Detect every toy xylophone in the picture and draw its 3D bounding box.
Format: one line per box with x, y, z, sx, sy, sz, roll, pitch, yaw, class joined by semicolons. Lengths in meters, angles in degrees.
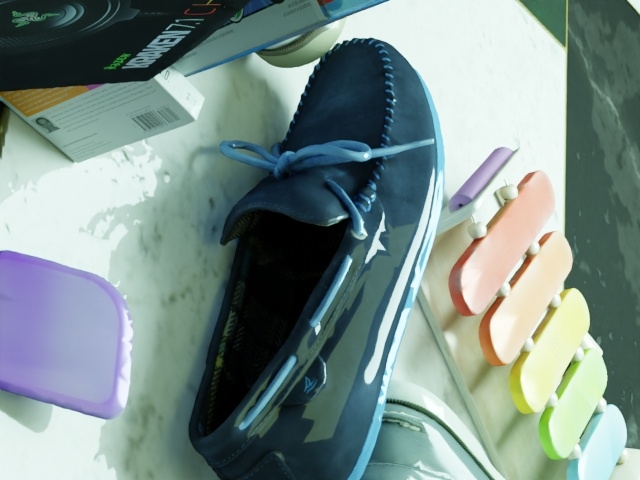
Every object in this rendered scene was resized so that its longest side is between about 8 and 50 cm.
0.179;0.071;1.212;0.322;0.081;0.236;60;37;-21;toy xylophone

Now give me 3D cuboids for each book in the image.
-0.146;-0.104;0.809;0.144;0.096;0.035;46;44;-36;book

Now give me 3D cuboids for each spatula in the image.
-0.208;0.013;0.737;0.296;0.030;0.084;31;53;-45;spatula

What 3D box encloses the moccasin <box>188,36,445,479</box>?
0.000;0.000;0.943;0.117;0.138;0.342;35;50;-38;moccasin

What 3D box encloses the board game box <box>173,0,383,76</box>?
-0.075;-0.247;0.781;0.086;0.308;0.302;-23;98;-23;board game box

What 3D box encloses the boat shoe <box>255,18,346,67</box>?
-0.026;-0.278;1.027;0.103;0.113;0.302;31;54;-52;boat shoe

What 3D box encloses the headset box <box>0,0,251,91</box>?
-0.173;-0.146;0.587;0.283;0.246;0.131;-7;83;-27;headset box

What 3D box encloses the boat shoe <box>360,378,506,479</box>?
0.117;0.228;1.030;0.319;0.116;0.099;45;33;-25;boat shoe
